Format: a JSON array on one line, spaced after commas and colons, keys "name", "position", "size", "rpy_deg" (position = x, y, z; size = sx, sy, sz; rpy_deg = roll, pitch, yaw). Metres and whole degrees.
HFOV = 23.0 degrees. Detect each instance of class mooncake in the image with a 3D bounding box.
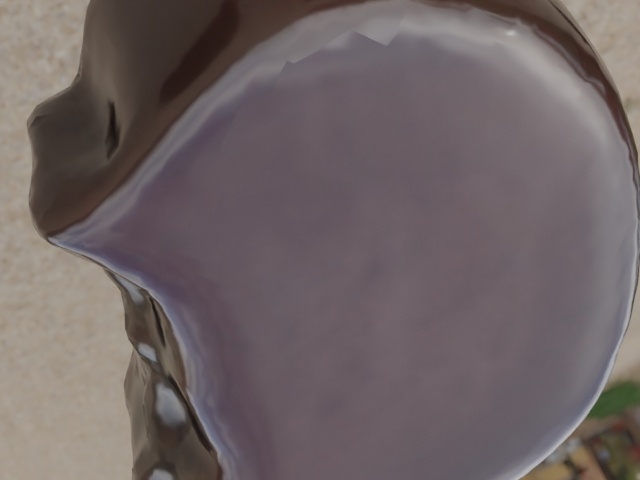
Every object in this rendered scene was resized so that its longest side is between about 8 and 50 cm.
[{"name": "mooncake", "position": [0.000, 0.000, 0.784], "size": [0.326, 0.174, 0.334], "rpy_deg": [34, 105, -37]}]
